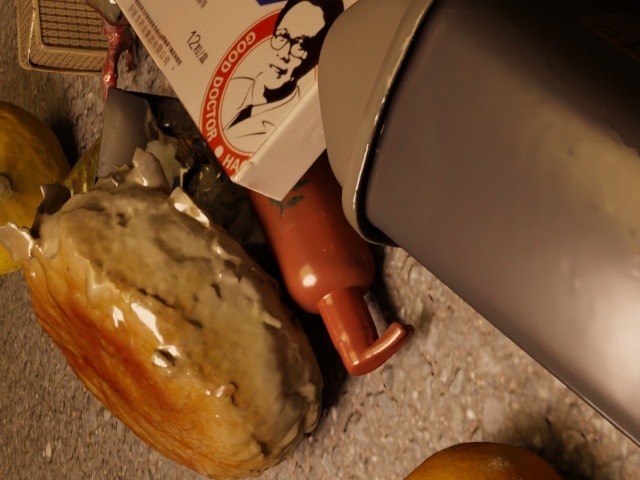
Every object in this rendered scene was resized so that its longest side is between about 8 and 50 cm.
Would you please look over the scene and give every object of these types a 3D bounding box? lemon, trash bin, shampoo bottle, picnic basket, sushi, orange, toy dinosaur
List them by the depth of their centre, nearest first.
[{"bbox_3d":[0.146,-0.036,0.550,0.290,0.209,0.182,46,128,39],"label":"trash bin"},{"bbox_3d":[0.105,0.211,0.691,0.156,0.124,0.156,-4,85,59],"label":"orange"},{"bbox_3d":[-0.002,0.001,0.888,0.085,0.085,0.244,-56,48,42],"label":"shampoo bottle"},{"bbox_3d":[-0.104,-0.055,1.042,0.273,0.109,0.134,26,110,38],"label":"sushi"},{"bbox_3d":[-0.236,-0.300,1.219,0.242,0.053,0.167,102,172,-45],"label":"toy dinosaur"},{"bbox_3d":[-0.320,-0.294,1.330,0.079,0.115,0.164,-22,72,58],"label":"picnic basket"},{"bbox_3d":[-0.469,-0.074,1.461,0.320,0.245,0.245,9,99,63],"label":"lemon"}]

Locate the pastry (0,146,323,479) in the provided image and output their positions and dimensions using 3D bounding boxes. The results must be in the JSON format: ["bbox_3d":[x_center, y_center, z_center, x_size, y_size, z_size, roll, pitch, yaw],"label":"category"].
[{"bbox_3d":[-0.134,0.089,0.945,0.329,0.136,0.330,36,150,25],"label":"pastry"}]

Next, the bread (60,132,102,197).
[{"bbox_3d":[-0.252,-0.073,1.263,0.087,0.098,0.269,43,144,-9],"label":"bread"}]

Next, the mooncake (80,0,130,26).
[{"bbox_3d":[-0.198,-0.272,1.135,0.130,0.125,0.073,39,141,52],"label":"mooncake"}]

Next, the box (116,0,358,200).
[{"bbox_3d":[-0.059,-0.222,0.913,0.214,0.069,0.353,-49,49,17],"label":"box"}]
